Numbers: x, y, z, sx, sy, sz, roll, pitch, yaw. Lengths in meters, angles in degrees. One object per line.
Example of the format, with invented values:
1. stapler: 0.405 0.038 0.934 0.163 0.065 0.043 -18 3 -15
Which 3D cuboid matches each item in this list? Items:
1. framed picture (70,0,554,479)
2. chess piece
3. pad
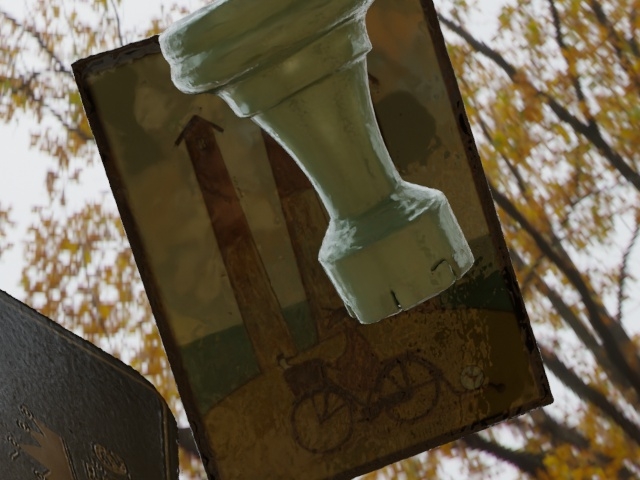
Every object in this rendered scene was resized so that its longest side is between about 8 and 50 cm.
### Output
1. framed picture: 0.000 0.000 0.940 0.244 0.013 0.324 -19 -81 -9
2. chess piece: 0.004 -0.030 0.410 0.067 0.067 0.103 -28 -79 5
3. pad: -0.197 0.217 1.132 0.315 0.063 0.375 26 -41 22
